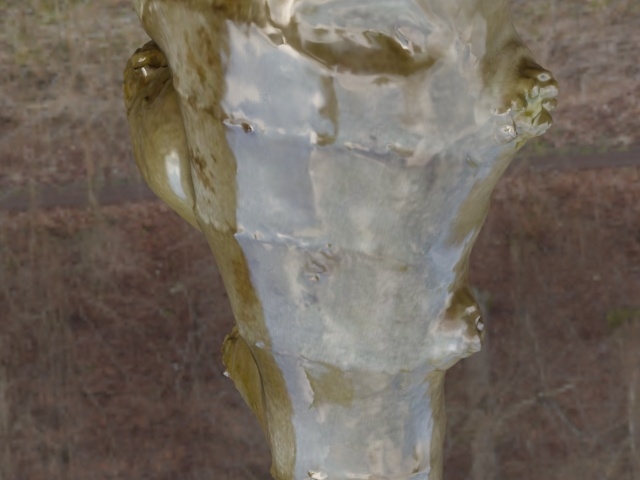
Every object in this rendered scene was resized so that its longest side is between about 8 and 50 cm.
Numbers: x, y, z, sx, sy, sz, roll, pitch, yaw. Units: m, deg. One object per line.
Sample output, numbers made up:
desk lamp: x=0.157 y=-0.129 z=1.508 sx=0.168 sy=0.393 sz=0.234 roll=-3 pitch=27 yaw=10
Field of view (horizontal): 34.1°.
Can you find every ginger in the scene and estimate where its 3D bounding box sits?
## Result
ginger: x=-0.023 y=-0.005 z=0.490 sx=0.236 sy=0.375 sz=0.166 roll=18 pitch=-163 yaw=18
